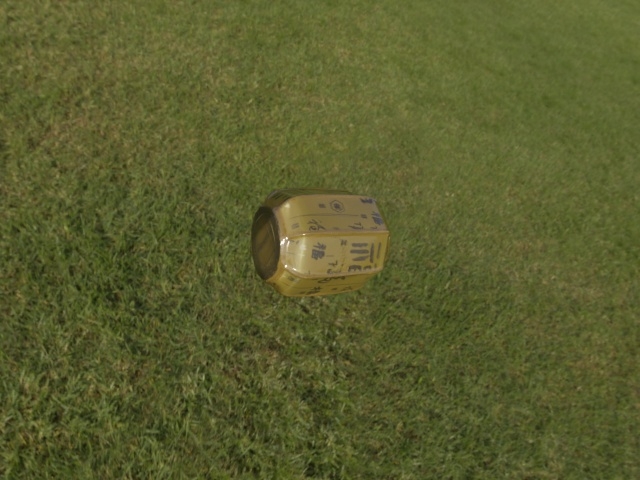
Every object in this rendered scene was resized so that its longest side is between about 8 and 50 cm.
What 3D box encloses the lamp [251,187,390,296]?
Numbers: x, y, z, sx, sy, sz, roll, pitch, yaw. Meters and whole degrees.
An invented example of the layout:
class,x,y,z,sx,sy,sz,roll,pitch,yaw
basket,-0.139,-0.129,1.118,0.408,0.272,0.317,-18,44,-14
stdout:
class,x,y,z,sx,sy,sz,roll,pitch,yaw
lamp,0.000,0.000,0.652,0.185,0.161,0.161,-2,50,-29
